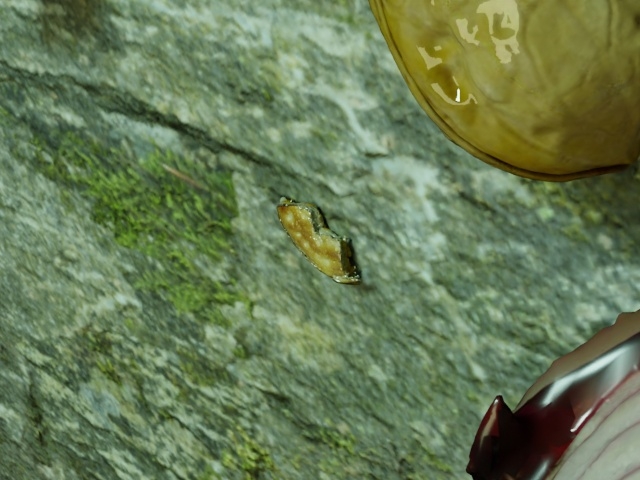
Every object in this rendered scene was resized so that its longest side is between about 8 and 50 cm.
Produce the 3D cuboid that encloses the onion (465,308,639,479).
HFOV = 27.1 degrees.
[{"bbox_3d":[0.205,0.188,0.555,0.341,0.341,0.341,23,128,33],"label":"onion"}]

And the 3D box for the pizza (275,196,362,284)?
[{"bbox_3d":[0.000,0.000,0.877,0.083,0.016,0.037,45,139,19],"label":"pizza"}]

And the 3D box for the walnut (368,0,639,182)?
[{"bbox_3d":[0.096,-0.110,0.629,0.180,0.144,0.144,55,139,-2],"label":"walnut"}]
